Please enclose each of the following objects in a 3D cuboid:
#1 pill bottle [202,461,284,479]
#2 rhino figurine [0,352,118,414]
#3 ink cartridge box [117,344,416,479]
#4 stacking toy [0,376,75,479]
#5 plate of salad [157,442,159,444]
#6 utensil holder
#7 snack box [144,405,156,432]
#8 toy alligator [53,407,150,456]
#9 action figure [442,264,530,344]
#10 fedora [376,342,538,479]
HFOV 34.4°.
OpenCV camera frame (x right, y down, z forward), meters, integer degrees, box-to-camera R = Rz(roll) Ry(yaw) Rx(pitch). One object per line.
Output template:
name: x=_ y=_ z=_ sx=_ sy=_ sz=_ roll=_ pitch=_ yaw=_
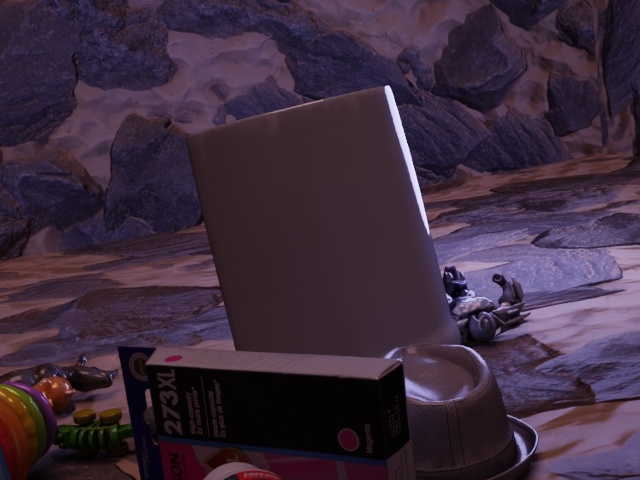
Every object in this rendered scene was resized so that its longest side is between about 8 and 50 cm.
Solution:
pill bottle: x=-0.059 y=0.270 z=0.943 sx=0.108 sy=0.107 sz=0.180 roll=-10 pitch=11 yaw=-17
rhino figurine: x=-0.410 y=0.220 z=1.542 sx=0.243 sy=0.073 sz=0.106 roll=-13 pitch=15 yaw=-38
ink cartridge box: x=-0.078 y=0.208 z=1.101 sx=0.371 sy=0.175 sz=0.069 roll=0 pitch=13 yaw=33
stacking toy: x=-0.386 y=0.228 z=1.246 sx=0.175 sy=0.165 sz=0.302 roll=-13 pitch=7 yaw=17
plate of salad: x=-0.113 y=0.244 z=1.286 sx=0.200 sy=0.048 sz=0.200 roll=-6 pitch=11 yaw=1
utensil holder: x=0.000 y=0.000 z=1.484 sx=0.328 sy=0.385 sz=0.327 roll=-14 pitch=7 yaw=2
snack box: x=-0.173 y=0.221 z=1.355 sx=0.100 sy=0.037 sz=0.141 roll=-14 pitch=-8 yaw=-21
toy alligator: x=-0.313 y=0.253 z=1.339 sx=0.190 sy=0.056 sz=0.051 roll=-5 pitch=11 yaw=15
action figure: x=0.227 y=0.102 z=1.701 sx=0.185 sy=0.099 sz=0.285 roll=-4 pitch=13 yaw=-13
fedora: x=0.123 y=0.193 z=1.193 sx=0.244 sy=0.124 sz=0.275 roll=-7 pitch=11 yaw=-2
